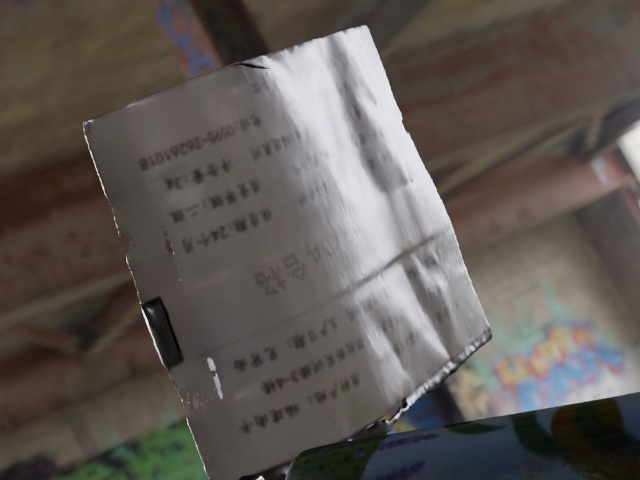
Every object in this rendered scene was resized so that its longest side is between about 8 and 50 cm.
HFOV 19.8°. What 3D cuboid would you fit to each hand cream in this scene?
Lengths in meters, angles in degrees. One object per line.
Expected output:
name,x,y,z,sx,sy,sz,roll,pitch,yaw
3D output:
hand cream,0.093,0.088,0.632,0.271,0.091,0.058,-9,-20,24

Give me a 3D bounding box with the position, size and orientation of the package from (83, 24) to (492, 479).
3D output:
package,0.000,0.000,0.953,0.062,0.204,0.251,-14,9,40
